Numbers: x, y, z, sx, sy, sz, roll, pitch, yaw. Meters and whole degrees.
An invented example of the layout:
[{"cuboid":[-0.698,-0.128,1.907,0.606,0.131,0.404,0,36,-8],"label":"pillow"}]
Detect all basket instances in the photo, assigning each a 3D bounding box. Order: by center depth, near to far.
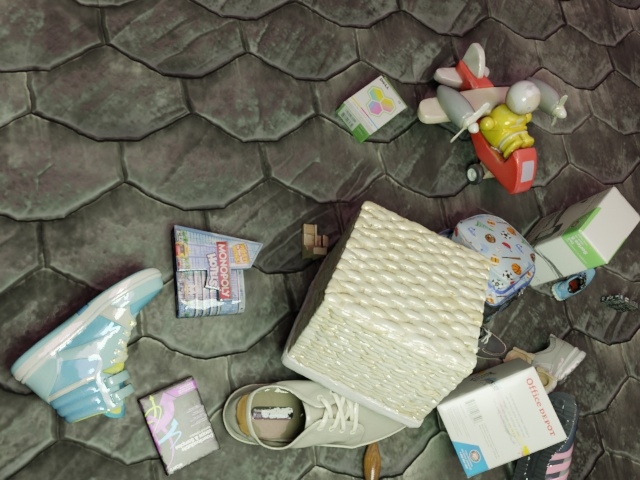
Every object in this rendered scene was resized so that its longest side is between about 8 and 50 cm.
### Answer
[{"cuboid":[0.140,0.143,1.205,0.331,0.266,0.328,26,47,0],"label":"basket"}]

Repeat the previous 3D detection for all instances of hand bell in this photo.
[{"cuboid":[0.111,0.562,1.258,0.126,0.126,0.242,17,59,-18],"label":"hand bell"}]

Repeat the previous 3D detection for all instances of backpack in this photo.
[{"cuboid":[0.399,0.057,1.435,0.263,0.213,0.276,-19,67,-47],"label":"backpack"}]

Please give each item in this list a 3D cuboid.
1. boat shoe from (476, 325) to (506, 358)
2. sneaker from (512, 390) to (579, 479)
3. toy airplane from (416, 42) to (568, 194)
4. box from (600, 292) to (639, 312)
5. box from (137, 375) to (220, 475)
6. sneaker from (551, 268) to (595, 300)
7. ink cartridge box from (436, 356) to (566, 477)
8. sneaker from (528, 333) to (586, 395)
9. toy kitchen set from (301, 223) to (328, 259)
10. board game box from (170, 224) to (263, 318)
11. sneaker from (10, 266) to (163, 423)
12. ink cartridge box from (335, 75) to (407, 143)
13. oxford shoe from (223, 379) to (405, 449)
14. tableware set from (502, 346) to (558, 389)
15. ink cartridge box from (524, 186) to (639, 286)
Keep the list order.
[{"cuboid":[0.401,0.248,1.475,0.206,0.065,0.075,26,67,-15],"label":"boat shoe"},{"cuboid":[0.567,0.527,1.425,0.131,0.112,0.319,20,91,-39],"label":"sneaker"},{"cuboid":[0.478,-0.365,1.559,0.384,0.272,0.386,34,66,-11],"label":"toy airplane"},{"cuboid":[0.880,0.184,1.698,0.083,0.067,0.018,25,67,-15],"label":"box"},{"cuboid":[-0.284,0.372,1.167,0.116,0.029,0.162,-21,86,-27],"label":"box"},{"cuboid":[0.739,0.121,1.650,0.162,0.073,0.063,-30,89,-27],"label":"sneaker"},{"cuboid":[0.401,0.396,1.326,0.232,0.168,0.171,-23,85,6],"label":"ink cartridge box"},{"cuboid":[0.563,0.360,1.517,0.281,0.105,0.115,-34,56,-22],"label":"sneaker"},{"cuboid":[0.000,0.000,1.364,0.068,0.075,0.083,4,77,-23],"label":"toy kitchen set"},{"cuboid":[-0.219,0.064,1.261,0.194,0.060,0.194,-2,77,-23],"label":"board game box"},{"cuboid":[-0.393,0.213,1.113,0.319,0.127,0.208,-41,92,-17],"label":"sneaker"},{"cuboid":[0.151,-0.361,1.534,0.209,0.062,0.109,-40,93,-27],"label":"ink cartridge box"},{"cuboid":[0.022,0.363,1.231,0.449,0.130,0.169,2,76,-19],"label":"oxford shoe"},{"cuboid":[0.498,0.351,1.461,0.168,0.141,0.020,-36,135,-13],"label":"tableware set"},{"cuboid":[0.669,-0.004,1.544,0.198,0.273,0.115,-42,92,-27],"label":"ink cartridge box"}]
